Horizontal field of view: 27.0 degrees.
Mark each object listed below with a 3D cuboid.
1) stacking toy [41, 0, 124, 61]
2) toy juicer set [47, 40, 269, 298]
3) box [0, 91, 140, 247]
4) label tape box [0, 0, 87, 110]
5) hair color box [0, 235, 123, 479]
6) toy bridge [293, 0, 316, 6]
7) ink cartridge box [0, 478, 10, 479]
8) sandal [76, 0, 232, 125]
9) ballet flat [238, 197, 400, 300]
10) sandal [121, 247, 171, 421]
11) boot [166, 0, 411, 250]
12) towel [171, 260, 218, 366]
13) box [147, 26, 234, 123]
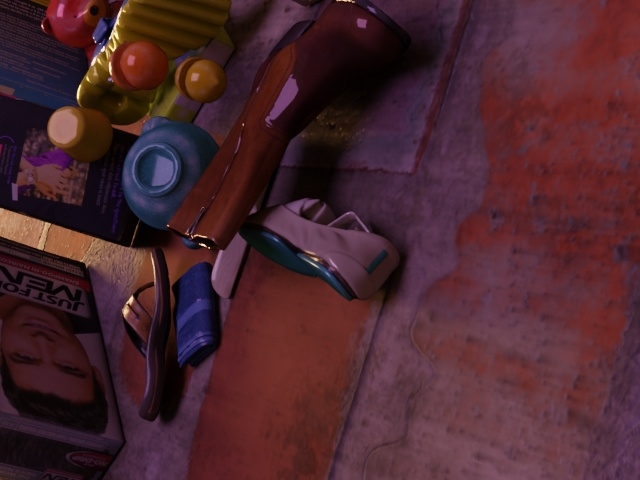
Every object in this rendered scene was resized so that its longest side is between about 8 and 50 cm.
[{"bbox_3d":[-0.270,-0.418,1.929,0.279,0.130,0.308,-20,50,51],"label":"stacking toy"},{"bbox_3d":[-0.157,-0.107,1.610,0.329,0.089,0.209,40,96,17],"label":"toy juicer set"},{"bbox_3d":[-0.364,-0.099,1.760,0.165,0.270,0.143,143,145,-86],"label":"box"},{"bbox_3d":[-0.516,-0.331,2.205,0.106,0.241,0.333,-49,36,35],"label":"label tape box"},{"bbox_3d":[-0.394,0.155,1.785,0.113,0.185,0.374,-55,34,24],"label":"hair color box"},{"bbox_3d":[0.005,-0.369,1.594,0.063,0.026,0.188,-16,59,53],"label":"toy bridge"},{"bbox_3d":[-0.372,0.366,1.593,0.307,0.223,0.129,6,78,59],"label":"ink cartridge box"},{"bbox_3d":[-0.221,-0.289,1.742,0.317,0.126,0.138,-37,41,41],"label":"sandal"},{"bbox_3d":[0.000,0.000,1.360,0.248,0.086,0.086,26,96,58],"label":"ballet flat"},{"bbox_3d":[-0.213,0.110,1.619,0.090,0.060,0.219,108,166,-72],"label":"sandal"},{"bbox_3d":[-0.045,-0.118,1.381,0.280,0.096,0.264,-57,27,-15],"label":"boot"},{"bbox_3d":[-0.149,0.086,1.583,0.067,0.029,0.119,-42,40,38],"label":"towel"},{"bbox_3d":[-0.176,-0.234,1.794,0.178,0.042,0.109,-56,34,22],"label":"box"}]
